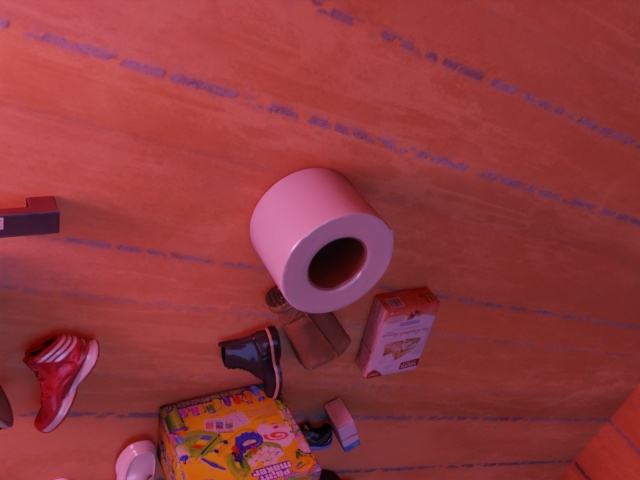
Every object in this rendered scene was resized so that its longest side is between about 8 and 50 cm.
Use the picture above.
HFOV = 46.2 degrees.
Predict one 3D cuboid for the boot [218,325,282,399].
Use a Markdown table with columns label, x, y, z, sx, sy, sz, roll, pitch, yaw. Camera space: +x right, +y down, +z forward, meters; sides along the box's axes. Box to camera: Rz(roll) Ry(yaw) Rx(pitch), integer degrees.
| label | x | y | z | sx | sy | sz | roll | pitch | yaw |
| --- | --- | --- | --- | --- | --- | --- | --- | --- | --- |
| boot | -0.162 | 0.291 | 1.721 | 0.137 | 0.077 | 0.197 | -12 | 118 | -17 |

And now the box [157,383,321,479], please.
| label | x | y | z | sx | sy | sz | roll | pitch | yaw |
| --- | --- | --- | --- | --- | --- | --- | --- | --- | --- |
| box | -0.195 | 0.506 | 1.723 | 0.290 | 0.279 | 0.177 | -8 | 129 | -25 |

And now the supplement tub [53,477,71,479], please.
| label | x | y | z | sx | sy | sz | roll | pitch | yaw |
| --- | --- | --- | --- | --- | --- | --- | --- | --- | --- |
| supplement tub | -0.580 | 0.599 | 1.688 | 0.071 | 0.107 | 0.071 | -16 | 132 | -19 |

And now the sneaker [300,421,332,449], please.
| label | x | y | z | sx | sy | sz | roll | pitch | yaw |
| --- | --- | --- | --- | --- | --- | --- | --- | --- | --- |
| sneaker | -0.053 | 0.519 | 1.987 | 0.188 | 0.067 | 0.078 | -2 | 105 | -28 |

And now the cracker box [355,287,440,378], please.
| label | x | y | z | sx | sy | sz | roll | pitch | yaw |
| --- | --- | --- | --- | --- | --- | --- | --- | --- | --- |
| cracker box | 0.191 | 0.233 | 1.883 | 0.156 | 0.067 | 0.232 | -7 | 129 | -27 |

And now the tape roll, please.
| label | x | y | z | sx | sy | sz | roll | pitch | yaw |
| --- | --- | --- | --- | --- | --- | --- | --- | --- | --- |
| tape roll | 0.000 | 0.000 | 1.497 | 0.246 | 0.169 | 0.246 | -17 | 133 | -20 |

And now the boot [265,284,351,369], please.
| label | x | y | z | sx | sy | sz | roll | pitch | yaw |
| --- | --- | --- | --- | --- | --- | --- | --- | --- | --- |
| boot | 0.016 | 0.162 | 1.709 | 0.236 | 0.089 | 0.269 | -25 | 136 | 3 |

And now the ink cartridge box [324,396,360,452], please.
| label | x | y | z | sx | sy | sz | roll | pitch | yaw |
| --- | --- | --- | --- | --- | --- | --- | --- | --- | --- |
| ink cartridge box | 0.058 | 0.491 | 2.001 | 0.052 | 0.088 | 0.122 | -26 | 135 | -10 |

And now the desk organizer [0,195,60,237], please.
| label | x | y | z | sx | sy | sz | roll | pitch | yaw |
| --- | --- | --- | --- | --- | --- | --- | --- | --- | --- |
| desk organizer | -0.503 | -0.039 | 1.241 | 0.130 | 0.050 | 0.047 | -6 | 128 | -28 |

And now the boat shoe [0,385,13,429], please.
| label | x | y | z | sx | sy | sz | roll | pitch | yaw |
| --- | --- | --- | --- | --- | --- | --- | --- | --- | --- |
| boat shoe | -0.679 | 0.242 | 1.316 | 0.113 | 0.127 | 0.340 | -31 | 134 | -4 |

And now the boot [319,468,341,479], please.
| label | x | y | z | sx | sy | sz | roll | pitch | yaw |
| --- | --- | --- | --- | --- | --- | --- | --- | --- | --- |
| boot | 0.013 | 0.772 | 2.222 | 0.161 | 0.083 | 0.246 | -39 | 135 | 12 |

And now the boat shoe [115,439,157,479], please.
| label | x | y | z | sx | sy | sz | roll | pitch | yaw |
| --- | --- | --- | --- | --- | --- | --- | --- | --- | --- |
| boat shoe | -0.433 | 0.589 | 1.777 | 0.098 | 0.096 | 0.277 | -3 | 127 | -29 |

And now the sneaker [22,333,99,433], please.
| label | x | y | z | sx | sy | sz | roll | pitch | yaw |
| --- | --- | --- | --- | --- | --- | --- | --- | --- | --- |
| sneaker | -0.539 | 0.270 | 1.471 | 0.128 | 0.087 | 0.221 | 26 | 98 | -34 |
